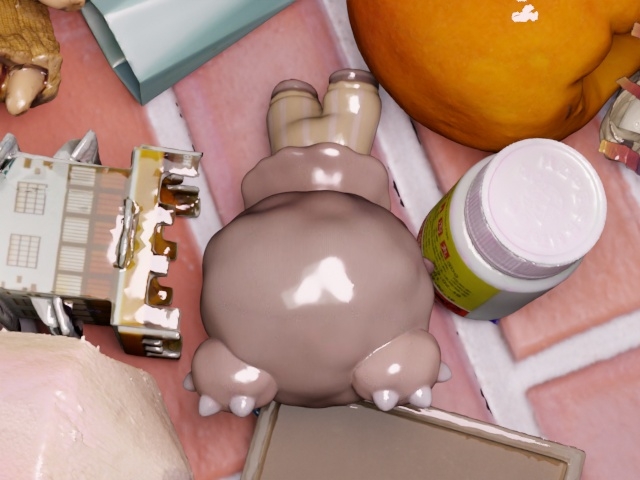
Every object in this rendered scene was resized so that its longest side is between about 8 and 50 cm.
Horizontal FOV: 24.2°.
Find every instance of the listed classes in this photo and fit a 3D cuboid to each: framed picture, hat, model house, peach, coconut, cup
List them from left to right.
[{"bbox_3d":[-0.269,0.225,1.384,0.310,0.297,0.297,5,80,9],"label":"coconut"},{"bbox_3d":[-0.230,0.007,1.460,0.215,0.224,0.198,9,80,-3],"label":"model house"},{"bbox_3d":[-0.122,-0.263,1.547,0.236,0.148,0.134,-33,84,-9],"label":"cup"},{"bbox_3d":[0.047,0.374,1.460,0.326,0.028,0.446,17,85,4],"label":"framed picture"},{"bbox_3d":[0.181,-0.261,1.446,0.343,0.343,0.301,-41,75,-6],"label":"peach"},{"bbox_3d":[0.332,-0.144,1.532,0.122,0.081,0.166,33,70,-35],"label":"hat"}]

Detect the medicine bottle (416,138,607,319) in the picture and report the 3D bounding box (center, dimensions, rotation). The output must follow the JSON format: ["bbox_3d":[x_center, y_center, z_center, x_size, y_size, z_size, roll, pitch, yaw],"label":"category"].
[{"bbox_3d":[0.180,-0.008,1.440,0.139,0.225,0.139,2,76,-10],"label":"medicine bottle"}]

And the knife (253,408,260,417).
[{"bbox_3d":[0.014,0.250,1.505,0.044,0.026,0.296,-42,82,2],"label":"knife"}]

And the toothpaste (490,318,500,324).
[{"bbox_3d":[0.149,0.060,1.543,0.083,0.015,0.024,23,80,0],"label":"toothpaste"}]

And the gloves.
[{"bbox_3d":[-0.359,-0.268,1.538,0.203,0.155,0.356,-25,60,0],"label":"gloves"}]

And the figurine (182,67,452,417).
[{"bbox_3d":[0.000,-0.001,1.439,0.248,0.203,0.380,0,55,4],"label":"figurine"}]

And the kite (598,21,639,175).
[{"bbox_3d":[0.381,-0.088,1.430,0.022,0.360,0.204,20,93,45],"label":"kite"}]
